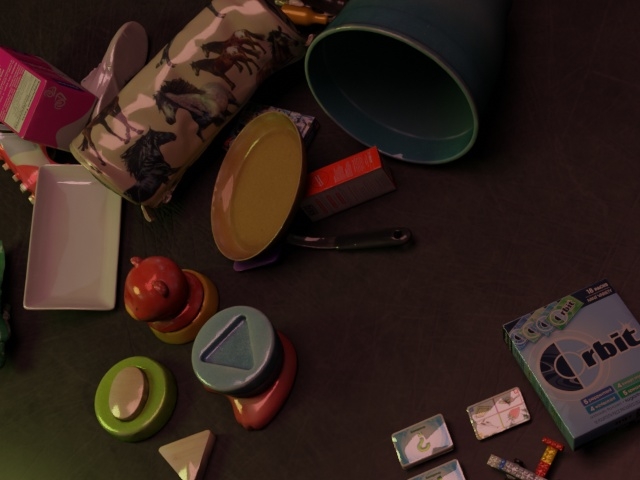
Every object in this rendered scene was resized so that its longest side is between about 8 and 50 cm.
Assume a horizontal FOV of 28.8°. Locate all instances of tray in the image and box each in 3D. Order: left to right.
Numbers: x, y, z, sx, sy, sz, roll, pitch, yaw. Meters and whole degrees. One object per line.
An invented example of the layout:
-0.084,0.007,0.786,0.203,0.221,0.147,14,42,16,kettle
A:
-0.399,-0.004,2.034,0.145,0.030,0.270,0,62,-2,tray

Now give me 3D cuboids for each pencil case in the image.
-0.198,-0.230,1.983,0.183,0.160,0.410,44,93,-7,pencil case

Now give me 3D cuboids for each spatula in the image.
0.000,0.000,1.867,0.296,0.030,0.084,-3,61,24,spatula

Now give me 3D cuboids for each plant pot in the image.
-0.089,-0.080,1.898,0.236,0.032,0.236,-28,54,46,plant pot
0.155,-0.295,1.827,0.271,0.272,0.255,13,57,30,plant pot

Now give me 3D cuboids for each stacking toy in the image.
-0.212,0.179,1.810,0.309,0.130,0.280,29,78,34,stacking toy

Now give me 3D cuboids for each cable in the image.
0.053,-0.375,2.047,0.287,0.072,0.139,28,60,21,cable

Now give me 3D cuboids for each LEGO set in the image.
0.222,0.282,1.597,0.244,0.060,0.183,-24,60,11,LEGO set

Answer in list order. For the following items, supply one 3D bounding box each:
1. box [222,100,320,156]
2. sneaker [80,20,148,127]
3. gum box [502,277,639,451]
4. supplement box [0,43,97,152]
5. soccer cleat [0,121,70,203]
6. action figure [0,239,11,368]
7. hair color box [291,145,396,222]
-0.079,-0.167,1.996,0.137,0.027,0.094,18,71,32,box
-0.375,-0.289,2.177,0.094,0.080,0.212,3,66,39,sneaker
0.345,0.155,1.591,0.157,0.041,0.184,-24,54,-7,gum box
-0.500,-0.249,2.153,0.220,0.111,0.114,36,104,41,supplement box
-0.518,-0.160,2.175,0.095,0.083,0.248,-33,54,-13,soccer cleat
-0.554,0.119,2.043,0.137,0.063,0.232,-30,51,5,action figure
0.035,-0.083,1.870,0.141,0.072,0.043,-22,56,13,hair color box
